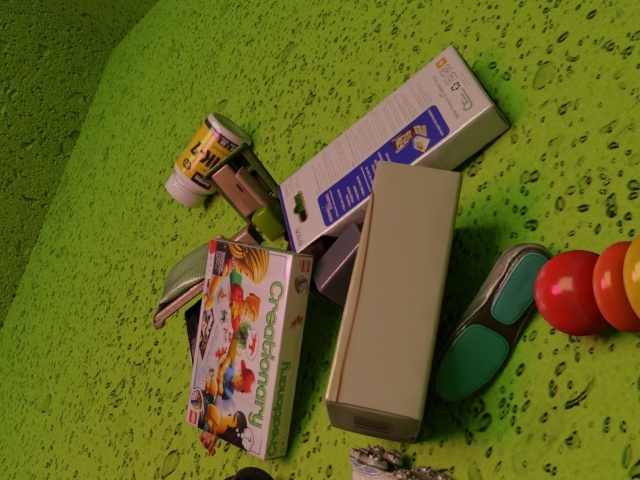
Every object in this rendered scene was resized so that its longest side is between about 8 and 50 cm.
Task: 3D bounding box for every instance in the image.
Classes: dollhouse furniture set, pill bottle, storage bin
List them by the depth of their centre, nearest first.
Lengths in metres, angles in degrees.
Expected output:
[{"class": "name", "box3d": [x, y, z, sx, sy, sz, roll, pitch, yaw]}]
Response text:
[{"class": "storage bin", "box3d": [0.056, 0.045, 1.055, 0.135, 0.091, 0.098, -51, 33, 17]}, {"class": "dollhouse furniture set", "box3d": [-0.214, -0.011, 1.286, 0.301, 0.151, 0.197, -37, 13, 13]}, {"class": "pill bottle", "box3d": [-0.266, -0.185, 1.677, 0.208, 0.119, 0.119, -51, 32, 16]}]

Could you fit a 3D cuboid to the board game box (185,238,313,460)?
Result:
[{"class": "board game box", "box3d": [-0.114, 0.160, 1.110, 0.192, 0.053, 0.306, 9, 92, 42]}]

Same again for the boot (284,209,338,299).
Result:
[{"class": "boot", "box3d": [0.000, 0.000, 1.181, 0.106, 0.082, 0.219, -51, 30, 20]}]

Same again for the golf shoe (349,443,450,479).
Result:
[{"class": "golf shoe", "box3d": [0.098, 0.302, 0.831, 0.176, 0.069, 0.086, 6, 90, 60]}]

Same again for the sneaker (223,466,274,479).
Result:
[{"class": "sneaker", "box3d": [-0.139, 0.468, 1.002, 0.130, 0.109, 0.286, -32, 33, 53]}]

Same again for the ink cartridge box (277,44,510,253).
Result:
[{"class": "ink cartridge box", "box3d": [0.097, -0.126, 1.106, 0.370, 0.069, 0.176, -35, 42, 18]}]

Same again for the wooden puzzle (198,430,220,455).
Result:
[{"class": "wooden puzzle", "box3d": [-0.192, 0.338, 1.254, 0.049, 0.006, 0.083, -61, 31, -1]}]

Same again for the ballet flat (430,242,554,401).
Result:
[{"class": "ballet flat", "box3d": [0.201, 0.096, 0.844, 0.213, 0.072, 0.068, -56, 4, 6]}]

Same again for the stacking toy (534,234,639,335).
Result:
[{"class": "stacking toy", "box3d": [0.337, 0.032, 0.644, 0.330, 0.141, 0.141, -16, 52, 57]}]

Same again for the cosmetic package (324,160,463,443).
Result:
[{"class": "cosmetic package", "box3d": [0.094, 0.077, 0.887, 0.160, 0.113, 0.310, 83, -162, -64]}]

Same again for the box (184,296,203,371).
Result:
[{"class": "box", "box3d": [-0.156, 0.181, 1.240, 0.175, 0.051, 0.220, -39, 52, 32]}]
